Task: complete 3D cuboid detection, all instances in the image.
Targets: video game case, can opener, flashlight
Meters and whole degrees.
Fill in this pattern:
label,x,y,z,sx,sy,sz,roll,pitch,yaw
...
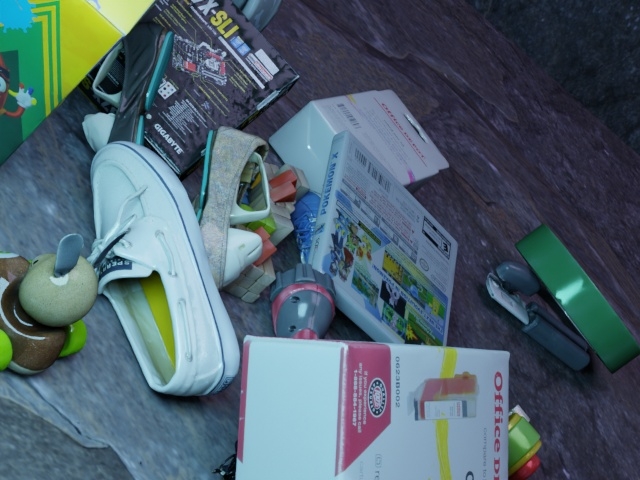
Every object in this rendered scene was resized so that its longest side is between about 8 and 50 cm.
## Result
label,x,y,z,sx,sy,sz,roll,pitch,yaw
video game case,0.108,0.031,2.110,0.329,0.036,0.300,43,42,-34
can opener,0.434,0.143,2.537,0.283,0.095,0.076,36,29,-22
flashlight,-0.017,0.159,1.811,0.304,0.103,0.103,-98,166,-55

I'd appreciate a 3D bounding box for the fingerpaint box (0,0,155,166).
label,x,y,z,sx,sy,sz,roll,pitch,yaw
fingerpaint box,-0.285,-0.338,1.644,0.163,0.371,0.444,41,47,-14

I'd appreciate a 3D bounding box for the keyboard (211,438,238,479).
label,x,y,z,sx,sy,sz,roll,pitch,yaw
keyboard,-0.083,0.299,1.606,0.100,0.038,0.192,48,25,0

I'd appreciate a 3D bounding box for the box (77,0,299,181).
label,x,y,z,sx,sy,sz,roll,pitch,yaw
box,-0.233,-0.278,1.959,0.322,0.079,0.257,47,66,-1

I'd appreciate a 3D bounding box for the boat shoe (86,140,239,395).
label,x,y,z,sx,sy,sz,roll,pitch,yaw
boat shoe,-0.239,0.032,1.649,0.156,0.136,0.367,1,62,-52

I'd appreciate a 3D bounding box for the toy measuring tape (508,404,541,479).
label,x,y,z,sx,sy,sz,roll,pitch,yaw
toy measuring tape,0.312,0.312,2.102,0.121,0.121,0.330,51,26,5

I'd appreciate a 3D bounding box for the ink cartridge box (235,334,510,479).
label,x,y,z,sx,sy,sz,roll,pitch,yaw
ink cartridge box,0.077,0.264,1.621,0.385,0.160,0.279,9,82,-53

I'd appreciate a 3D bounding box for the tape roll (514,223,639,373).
label,x,y,z,sx,sy,sz,roll,pitch,yaw
tape roll,0.510,0.114,2.595,0.321,0.077,0.321,52,7,-9

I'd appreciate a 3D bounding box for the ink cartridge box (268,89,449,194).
label,x,y,z,sx,sy,sz,roll,pitch,yaw
ink cartridge box,0.081,-0.156,2.382,0.207,0.119,0.353,54,27,9

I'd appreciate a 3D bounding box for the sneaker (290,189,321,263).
label,x,y,z,sx,sy,sz,roll,pitch,yaw
sneaker,0.000,0.000,2.091,0.081,0.080,0.211,7,47,-57

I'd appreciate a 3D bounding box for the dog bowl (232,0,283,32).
label,x,y,z,sx,sy,sz,roll,pitch,yaw
dog bowl,-0.224,-0.454,2.089,0.349,0.349,0.102,45,21,-6

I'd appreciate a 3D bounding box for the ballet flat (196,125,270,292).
label,x,y,z,sx,sy,sz,roll,pitch,yaw
ballet flat,-0.126,-0.027,1.801,0.106,0.107,0.316,10,60,-2

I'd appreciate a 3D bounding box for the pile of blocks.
label,x,y,z,sx,sy,sz,roll,pitch,yaw
pile of blocks,-0.100,-0.056,1.978,0.149,0.113,0.362,41,27,-15

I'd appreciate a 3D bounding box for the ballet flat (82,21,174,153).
label,x,y,z,sx,sy,sz,roll,pitch,yaw
ballet flat,-0.278,-0.180,1.838,0.096,0.095,0.280,10,68,0

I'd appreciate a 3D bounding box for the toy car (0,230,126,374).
label,x,y,z,sx,sy,sz,roll,pitch,yaw
toy car,-0.304,0.044,1.445,0.149,0.188,0.155,55,27,13
